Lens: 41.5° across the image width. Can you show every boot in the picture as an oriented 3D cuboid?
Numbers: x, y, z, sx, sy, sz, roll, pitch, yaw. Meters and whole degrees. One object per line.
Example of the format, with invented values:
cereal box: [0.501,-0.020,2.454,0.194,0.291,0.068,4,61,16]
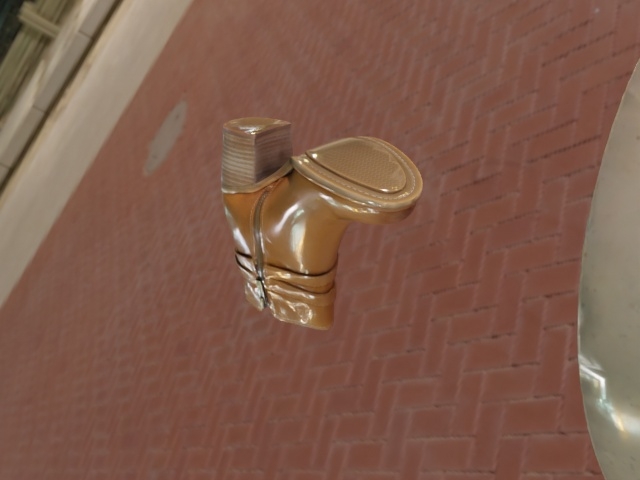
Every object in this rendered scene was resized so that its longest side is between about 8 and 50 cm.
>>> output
boot: [0.000,0.000,0.612,0.197,0.073,0.152,26,126,48]

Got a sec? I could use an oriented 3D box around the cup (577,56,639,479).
cup: [0.304,0.022,0.342,0.237,0.331,0.331,18,82,53]
